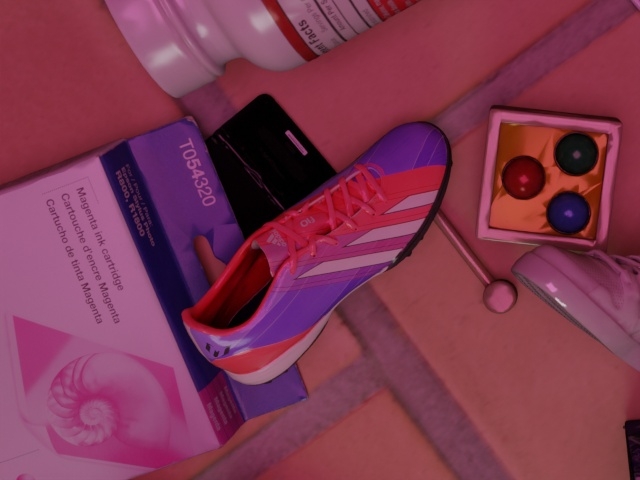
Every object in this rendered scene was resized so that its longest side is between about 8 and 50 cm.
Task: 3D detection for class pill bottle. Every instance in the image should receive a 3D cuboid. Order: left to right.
[{"bbox_3d":[0.001,-0.301,1.631,0.408,0.229,0.229,-28,94,9],"label":"pill bottle"}]

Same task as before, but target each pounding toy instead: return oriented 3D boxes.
[{"bbox_3d":[0.189,-0.025,1.714,0.181,0.094,0.206,7,98,5],"label":"pounding toy"}]

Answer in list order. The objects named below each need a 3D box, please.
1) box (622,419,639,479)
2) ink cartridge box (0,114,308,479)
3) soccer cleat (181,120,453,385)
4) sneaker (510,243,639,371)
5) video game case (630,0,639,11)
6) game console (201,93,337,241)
[{"bbox_3d":[0.372,0.238,1.670,0.153,0.207,0.108,-6,97,7],"label":"box"},{"bbox_3d":[-0.223,0.081,1.768,0.330,0.071,0.324,-21,102,9],"label":"ink cartridge box"},{"bbox_3d":[0.000,0.000,1.698,0.318,0.116,0.108,-47,51,1],"label":"soccer cleat"},{"bbox_3d":[0.306,0.027,1.648,0.169,0.292,0.108,-54,46,6],"label":"sneaker"},{"bbox_3d":[0.396,-0.232,1.703,0.143,0.019,0.157,-41,92,10],"label":"video game case"},{"bbox_3d":[-0.062,-0.066,1.778,0.107,0.071,0.122,-41,92,-20],"label":"game console"}]
